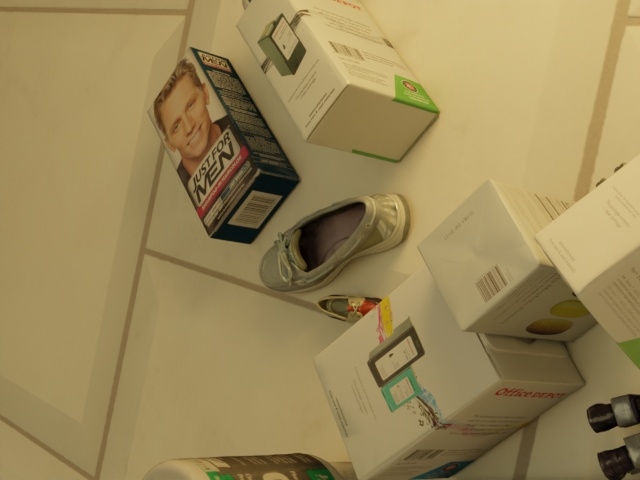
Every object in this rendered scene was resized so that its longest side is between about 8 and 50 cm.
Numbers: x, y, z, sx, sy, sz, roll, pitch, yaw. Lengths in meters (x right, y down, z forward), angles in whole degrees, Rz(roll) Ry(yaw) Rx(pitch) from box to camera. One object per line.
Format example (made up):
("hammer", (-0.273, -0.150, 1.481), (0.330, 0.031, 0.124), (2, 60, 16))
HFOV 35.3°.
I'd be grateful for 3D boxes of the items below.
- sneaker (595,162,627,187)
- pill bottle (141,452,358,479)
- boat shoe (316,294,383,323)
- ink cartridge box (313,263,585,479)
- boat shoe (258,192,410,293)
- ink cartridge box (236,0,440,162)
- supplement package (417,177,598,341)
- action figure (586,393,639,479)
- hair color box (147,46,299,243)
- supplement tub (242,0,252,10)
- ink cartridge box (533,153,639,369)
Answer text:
("sneaker", (0.458, -0.080, 1.191), (0.276, 0.097, 0.135), (-45, 54, 34))
("pill bottle", (-0.080, 0.416, 1.471), (0.204, 0.361, 0.204), (-9, 78, 45))
("boat shoe", (0.054, 0.110, 1.613), (0.137, 0.043, 0.049), (7, 87, 45))
("ink cartridge box", (0.170, 0.179, 1.372), (0.270, 0.198, 0.197), (-43, 54, 31))
("boat shoe", (0.001, 0.002, 1.641), (0.320, 0.103, 0.118), (-23, 67, 41))
("ink cartridge box", (0.024, -0.275, 1.589), (0.121, 0.211, 0.289), (-51, 50, 29))
("supplement package", (0.268, 0.031, 1.261), (0.139, 0.244, 0.134), (-46, 53, 32))
("action figure", (0.452, 0.186, 1.159), (0.285, 0.099, 0.185), (-28, 57, 31))
("hair color box", (-0.188, -0.178, 1.865), (0.174, 0.105, 0.347), (-51, 51, 27))
("supplement tub", (-0.028, -0.449, 1.715), (0.200, 0.144, 0.144), (-52, 51, 27))
("ink cartridge box", (0.437, -0.027, 1.075), (0.353, 0.207, 0.119), (-39, 34, 12))
